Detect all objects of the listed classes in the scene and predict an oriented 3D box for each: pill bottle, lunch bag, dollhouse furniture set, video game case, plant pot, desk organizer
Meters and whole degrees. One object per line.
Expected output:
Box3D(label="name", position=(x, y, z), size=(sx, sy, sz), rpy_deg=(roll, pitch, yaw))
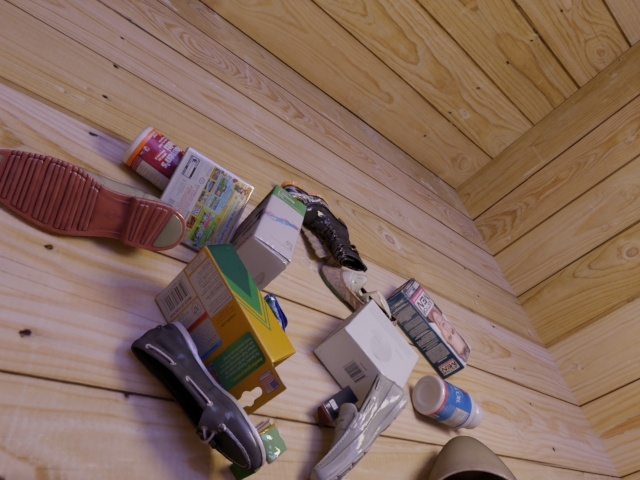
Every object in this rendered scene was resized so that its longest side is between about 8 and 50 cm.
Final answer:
Box3D(label="pill bottle", position=(-0.399, -0.190, 1.234), size=(0.221, 0.121, 0.121), rpy_deg=(38, 29, -17))
Box3D(label="lunch bag", position=(-0.147, 0.212, 1.067), size=(0.096, 0.129, 0.151), rpy_deg=(31, 30, -31))
Box3D(label="dollhouse furniture set", position=(-0.113, 0.414, 0.930), size=(0.076, 0.059, 0.152), rpy_deg=(55, 29, 12))
Box3D(label="video game case", position=(-0.305, -0.093, 1.200), size=(0.206, 0.026, 0.226), rpy_deg=(31, 72, -28))
Box3D(label="plant pot", position=(0.390, 0.635, 1.196), size=(0.256, 0.256, 0.274), rpy_deg=(50, 12, 4))
Box3D(label="desk organizer", position=(0.036, 0.412, 1.149), size=(0.047, 0.050, 0.130), rpy_deg=(56, 29, 15))
Box3D(label="pill bottle", position=(0.405, 0.517, 1.455), size=(0.222, 0.124, 0.124), rpy_deg=(32, 32, -28))

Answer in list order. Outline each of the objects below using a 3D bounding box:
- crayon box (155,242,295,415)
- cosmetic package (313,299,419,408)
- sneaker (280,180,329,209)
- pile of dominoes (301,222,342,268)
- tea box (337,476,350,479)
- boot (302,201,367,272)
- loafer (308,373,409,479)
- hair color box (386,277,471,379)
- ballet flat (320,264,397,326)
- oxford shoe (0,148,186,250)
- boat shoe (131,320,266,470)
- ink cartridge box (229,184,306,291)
Box3D(label="crayon box", position=(-0.191, 0.194, 0.951), size=(0.083, 0.203, 0.322), rpy_deg=(-7, 60, -57))
Box3D(label="cosmetic package", position=(0.136, 0.323, 1.312), size=(0.224, 0.138, 0.225), rpy_deg=(51, 29, 6))
Box3D(label="sneaker", position=(-0.058, -0.138, 1.703), size=(0.215, 0.084, 0.083), rpy_deg=(24, 47, -30))
Box3D(label="pile of dominoes", position=(0.000, 0.000, 1.667), size=(0.196, 0.040, 0.251), rpy_deg=(15, 33, -44))
Box3D(label="tea box", position=(-0.021, 0.557, 0.590), size=(0.323, 0.329, 0.220), rpy_deg=(54, 28, 8))
Box3D(label="boot", position=(0.044, -0.009, 1.584), size=(0.263, 0.091, 0.228), rpy_deg=(26, 26, -35))
Box3D(label="loafer", position=(0.078, 0.433, 1.068), size=(0.111, 0.112, 0.320), rpy_deg=(42, 46, 19))
Box3D(label="hair color box", position=(0.401, 0.321, 1.720), size=(0.347, 0.105, 0.174), rpy_deg=(51, 28, 5))
Box3D(label="ballet flat", position=(0.138, 0.178, 1.533), size=(0.316, 0.106, 0.107), rpy_deg=(47, 28, 0))
Box3D(label="oxford shoe", position=(-0.497, -0.082, 0.998), size=(0.397, 0.140, 0.146), rpy_deg=(25, 4, -28))
Box3D(label="boat shoe", position=(-0.234, 0.297, 0.855), size=(0.096, 0.112, 0.335), rpy_deg=(-21, 58, -42))
Box3D(label="ink cartridge box", position=(-0.159, 0.006, 1.235), size=(0.117, 0.201, 0.278), rpy_deg=(38, 30, -16))
